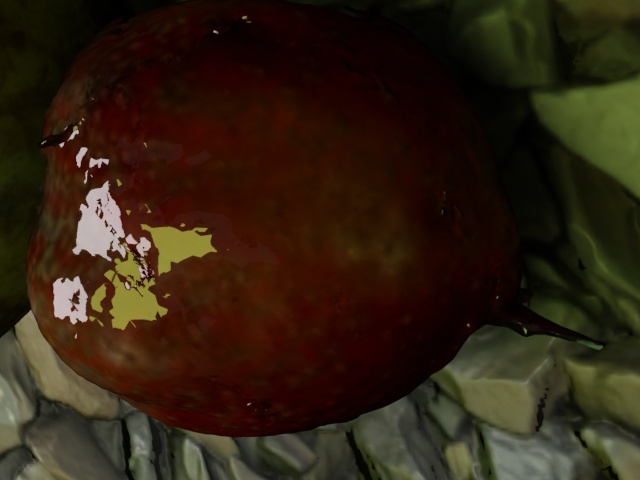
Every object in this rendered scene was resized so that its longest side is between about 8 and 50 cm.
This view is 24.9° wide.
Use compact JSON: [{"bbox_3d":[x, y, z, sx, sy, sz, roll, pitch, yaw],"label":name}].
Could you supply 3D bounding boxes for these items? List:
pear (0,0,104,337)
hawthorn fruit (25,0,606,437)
[{"bbox_3d":[-0.232,-0.059,0.652,0.283,0.283,0.283,15,118,32],"label":"pear"},{"bbox_3d":[0.000,0.000,0.578,0.235,0.181,0.181,19,122,6],"label":"hawthorn fruit"}]
